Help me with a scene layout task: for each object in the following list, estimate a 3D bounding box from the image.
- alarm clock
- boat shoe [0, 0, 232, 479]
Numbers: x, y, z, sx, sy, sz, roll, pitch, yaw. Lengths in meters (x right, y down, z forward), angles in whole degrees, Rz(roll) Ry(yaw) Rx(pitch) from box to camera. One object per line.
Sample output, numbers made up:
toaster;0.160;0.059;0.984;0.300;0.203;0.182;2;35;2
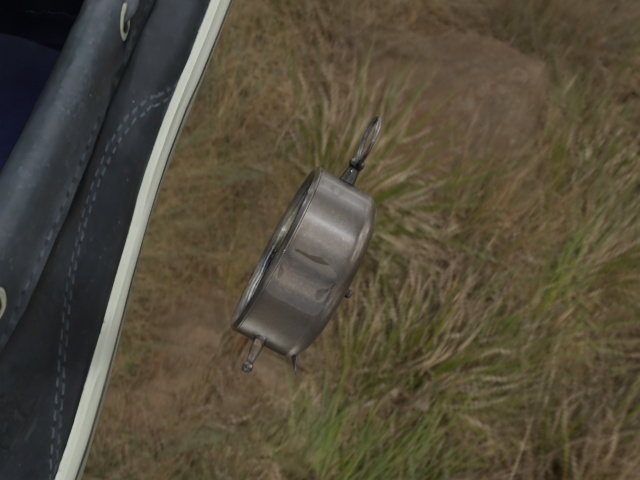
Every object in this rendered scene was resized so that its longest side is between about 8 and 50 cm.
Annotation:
alarm clock;0.000;0.000;0.735;0.064;0.129;0.192;25;97;-6
boat shoe;-0.137;-0.107;0.402;0.186;0.156;0.500;6;76;16
